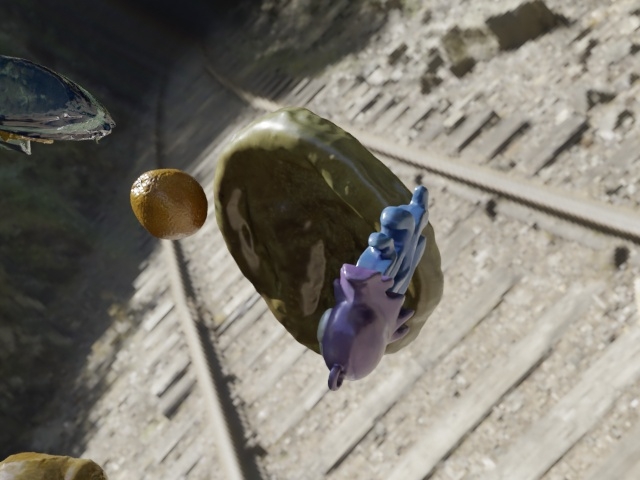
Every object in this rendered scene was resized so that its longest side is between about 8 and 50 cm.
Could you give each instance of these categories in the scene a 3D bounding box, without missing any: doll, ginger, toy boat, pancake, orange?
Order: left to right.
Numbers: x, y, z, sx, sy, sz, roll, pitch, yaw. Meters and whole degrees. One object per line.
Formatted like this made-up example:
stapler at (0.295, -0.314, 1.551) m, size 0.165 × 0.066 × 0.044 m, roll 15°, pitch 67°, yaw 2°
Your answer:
toy boat at (-0.319, -0.129, 1.071) m, size 0.291 × 0.220 × 0.067 m, roll 170°, pitch 112°, yaw -75°
ginger at (-0.388, 0.390, 1.474) m, size 0.221 × 0.130 × 0.275 m, roll -13°, pitch 40°, yaw -17°
orange at (-0.158, -0.038, 1.125) m, size 0.085 × 0.085 × 0.085 m, roll -42°, pitch 15°, yaw 14°
pancake at (0.000, 0.000, 1.125) m, size 0.049 × 0.294 × 0.294 m, roll -37°, pitch 6°, yaw -41°
doll at (0.048, 0.037, 0.875) m, size 0.067 × 0.110 × 0.206 m, roll 13°, pitch 53°, yaw 23°
